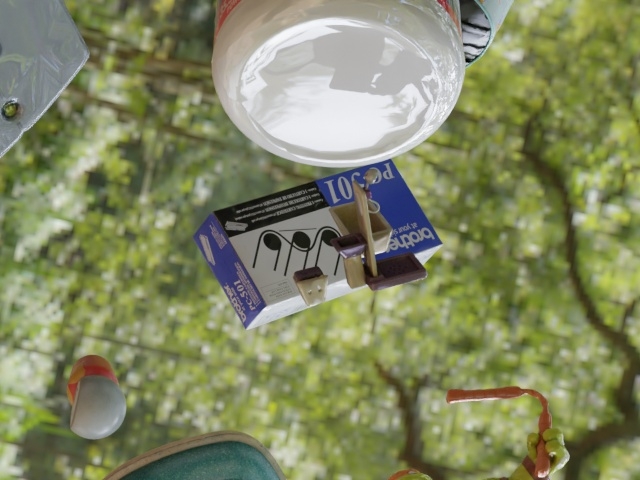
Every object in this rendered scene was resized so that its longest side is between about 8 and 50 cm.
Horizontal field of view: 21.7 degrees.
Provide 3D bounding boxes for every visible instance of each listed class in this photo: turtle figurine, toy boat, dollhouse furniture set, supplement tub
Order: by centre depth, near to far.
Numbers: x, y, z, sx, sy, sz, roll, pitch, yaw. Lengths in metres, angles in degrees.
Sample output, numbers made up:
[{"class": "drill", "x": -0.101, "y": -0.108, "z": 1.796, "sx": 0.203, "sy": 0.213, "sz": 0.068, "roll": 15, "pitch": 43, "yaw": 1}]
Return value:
[{"class": "dollhouse furniture set", "x": 0.011, "y": -0.021, "z": 1.171, "sx": 0.114, "sy": 0.091, "sz": 0.081, "roll": -123, "pitch": -159, "yaw": -63}, {"class": "turtle figurine", "x": 0.091, "y": 0.240, "z": 1.189, "sx": 0.217, "sy": 0.269, "sz": 0.087, "roll": 52, "pitch": -12, "yaw": 39}, {"class": "supplement tub", "x": 0.014, "y": -0.211, "z": 1.321, "sx": 0.191, "sy": 0.191, "sz": 0.272, "roll": 107, "pitch": -13, "yaw": -48}, {"class": "toy boat", "x": -0.187, "y": 0.271, "z": 1.822, "sx": 0.318, "sy": 0.267, "sz": 0.148, "roll": 61, "pitch": -2, "yaw": -17}]

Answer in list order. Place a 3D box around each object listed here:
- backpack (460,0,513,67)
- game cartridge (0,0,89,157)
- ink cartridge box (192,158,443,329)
[{"class": "backpack", "x": 0.101, "y": -0.262, "z": 1.646, "sx": 0.144, "sy": 0.188, "sz": 0.166, "roll": -53, "pitch": -176, "yaw": -32}, {"class": "game cartridge", "x": -0.284, "y": -0.087, "z": 0.935, "sx": 0.060, "sy": 0.294, "sz": 0.196, "roll": 27, "pitch": -32, "yaw": 56}, {"class": "ink cartridge box", "x": 0.000, "y": 0.000, "z": 1.445, "sx": 0.097, "sy": 0.207, "sz": 0.046, "roll": 60, "pitch": -40, "yaw": 16}]
